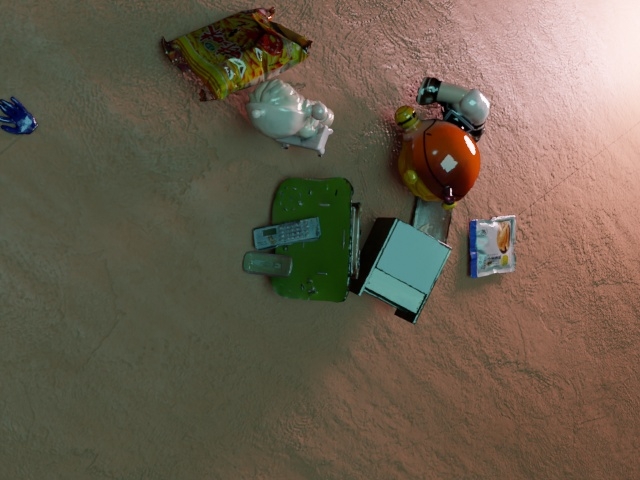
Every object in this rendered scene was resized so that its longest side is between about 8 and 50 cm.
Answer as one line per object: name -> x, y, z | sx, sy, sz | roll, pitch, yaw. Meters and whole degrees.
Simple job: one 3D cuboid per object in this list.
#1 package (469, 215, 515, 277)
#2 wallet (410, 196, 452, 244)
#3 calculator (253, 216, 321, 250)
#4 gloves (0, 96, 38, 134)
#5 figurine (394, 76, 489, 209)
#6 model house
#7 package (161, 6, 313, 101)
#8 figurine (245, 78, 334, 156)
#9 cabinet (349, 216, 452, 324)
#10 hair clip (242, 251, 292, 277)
package -> 0.504, 0.018, 1.857 | 0.173, 0.027, 0.171 | -8, 101, -28
wallet -> 0.297, -0.028, 1.752 | 0.122, 0.031, 0.232 | 10, 91, -22
calculator -> -0.082, -0.015, 1.514 | 0.018, 0.172, 0.057 | 14, 68, -68
gloves -> -0.619, -0.247, 1.285 | 0.064, 0.026, 0.086 | -47, 114, -10
figurine -> 0.319, -0.234, 1.638 | 0.320, 0.196, 0.323 | 28, 75, -32
model house -> 0.001, -0.001, 1.572 | 0.154, 0.207, 0.294 | 7, 85, -69
package -> -0.177, -0.406, 1.389 | 0.288, 0.223, 0.108 | -29, 147, -15
figurine -> -0.083, -0.277, 1.417 | 0.144, 0.182, 0.256 | -55, 151, 10
cabinet -> 0.193, 0.074, 1.642 | 0.175, 0.148, 0.215 | 27, 85, -14
hair clip -> -0.124, 0.058, 1.524 | 0.022, 0.137, 0.054 | 10, 85, -63
